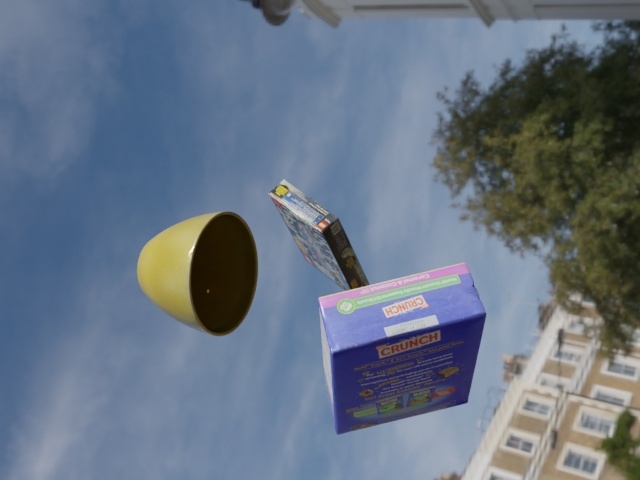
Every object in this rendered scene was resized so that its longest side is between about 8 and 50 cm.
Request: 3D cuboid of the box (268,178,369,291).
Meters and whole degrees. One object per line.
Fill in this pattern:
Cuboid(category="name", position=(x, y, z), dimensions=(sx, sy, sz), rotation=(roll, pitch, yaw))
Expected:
Cuboid(category="box", position=(0.000, 0.000, 0.902), dimensions=(0.027, 0.094, 0.137), rotation=(-43, -38, -13))

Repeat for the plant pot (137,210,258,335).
Cuboid(category="plant pot", position=(-0.143, 0.034, 0.873), dimensions=(0.134, 0.095, 0.134), rotation=(-12, -77, -63))

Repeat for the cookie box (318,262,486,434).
Cuboid(category="cookie box", position=(0.047, 0.068, 0.482), dimensions=(0.107, 0.091, 0.040), rotation=(87, 168, -52))
